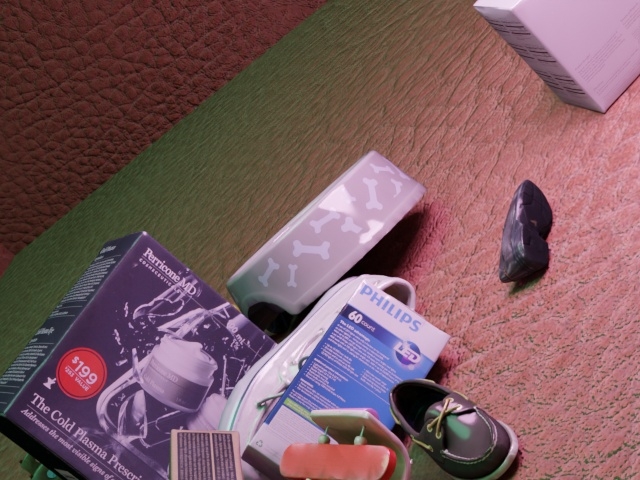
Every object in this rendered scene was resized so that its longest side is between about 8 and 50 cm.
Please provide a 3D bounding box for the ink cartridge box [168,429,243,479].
[{"bbox_3d":[-0.133,0.363,1.534,0.193,0.088,0.235,-105,17,-69],"label":"ink cartridge box"}]

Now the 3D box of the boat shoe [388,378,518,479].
[{"bbox_3d":[0.139,0.207,1.473,0.081,0.068,0.227,-50,19,-9],"label":"boat shoe"}]

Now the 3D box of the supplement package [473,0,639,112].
[{"bbox_3d":[0.363,-0.321,1.844,0.194,0.203,0.149,-47,19,-1],"label":"supplement package"}]

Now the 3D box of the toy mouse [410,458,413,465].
[{"bbox_3d":[0.070,0.309,1.481,0.143,0.031,0.161,-53,19,-15],"label":"toy mouse"}]

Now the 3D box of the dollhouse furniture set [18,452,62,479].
[{"bbox_3d":[-0.397,0.357,2.263,0.184,0.129,0.129,-51,19,-11],"label":"dollhouse furniture set"}]

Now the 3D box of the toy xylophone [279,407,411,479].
[{"bbox_3d":[0.019,0.328,1.391,0.236,0.081,0.323,-21,47,51],"label":"toy xylophone"}]

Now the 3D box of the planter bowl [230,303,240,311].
[{"bbox_3d":[-0.216,0.172,2.301,0.217,0.090,0.217,-41,19,17],"label":"planter bowl"}]

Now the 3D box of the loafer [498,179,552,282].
[{"bbox_3d":[0.253,-0.014,1.692,0.061,0.062,0.170,-40,18,35],"label":"loafer"}]

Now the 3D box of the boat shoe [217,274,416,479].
[{"bbox_3d":[0.015,0.182,1.737,0.367,0.136,0.156,-47,19,-31],"label":"boat shoe"}]

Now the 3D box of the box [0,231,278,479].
[{"bbox_3d":[-0.238,0.216,1.859,0.312,0.343,0.179,-55,18,-21],"label":"box"}]

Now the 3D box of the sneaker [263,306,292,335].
[{"bbox_3d":[-0.084,0.081,2.209,0.081,0.080,0.211,-30,24,35],"label":"sneaker"}]

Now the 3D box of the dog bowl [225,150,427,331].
[{"bbox_3d":[0.000,0.000,2.010,0.349,0.102,0.349,-43,3,3],"label":"dog bowl"}]

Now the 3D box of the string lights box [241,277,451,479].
[{"bbox_3d":[0.033,0.189,1.614,0.260,0.133,0.077,-54,-4,-24],"label":"string lights box"}]
